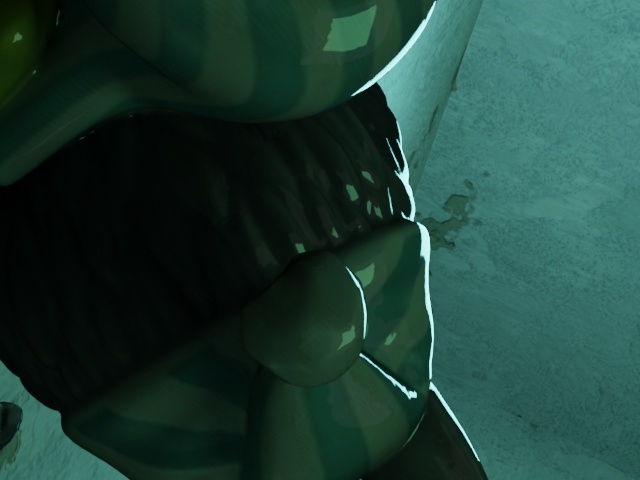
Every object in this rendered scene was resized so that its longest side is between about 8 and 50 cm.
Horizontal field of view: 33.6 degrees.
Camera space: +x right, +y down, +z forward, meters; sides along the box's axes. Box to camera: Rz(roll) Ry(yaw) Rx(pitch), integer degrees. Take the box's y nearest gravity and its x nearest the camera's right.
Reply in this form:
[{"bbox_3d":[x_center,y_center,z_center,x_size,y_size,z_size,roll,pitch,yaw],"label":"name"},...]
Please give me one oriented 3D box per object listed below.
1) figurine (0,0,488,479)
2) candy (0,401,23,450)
[{"bbox_3d":[0.000,0.000,0.532,0.361,0.378,0.266,-30,-163,52],"label":"figurine"},{"bbox_3d":[-0.239,0.124,0.667,0.124,0.124,0.365,-31,133,-73],"label":"candy"}]
